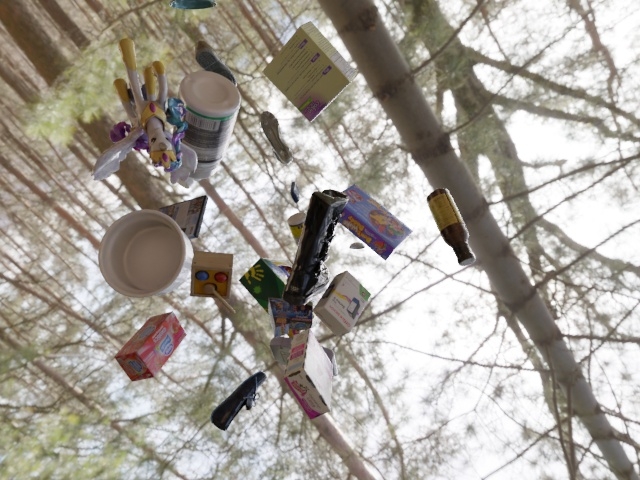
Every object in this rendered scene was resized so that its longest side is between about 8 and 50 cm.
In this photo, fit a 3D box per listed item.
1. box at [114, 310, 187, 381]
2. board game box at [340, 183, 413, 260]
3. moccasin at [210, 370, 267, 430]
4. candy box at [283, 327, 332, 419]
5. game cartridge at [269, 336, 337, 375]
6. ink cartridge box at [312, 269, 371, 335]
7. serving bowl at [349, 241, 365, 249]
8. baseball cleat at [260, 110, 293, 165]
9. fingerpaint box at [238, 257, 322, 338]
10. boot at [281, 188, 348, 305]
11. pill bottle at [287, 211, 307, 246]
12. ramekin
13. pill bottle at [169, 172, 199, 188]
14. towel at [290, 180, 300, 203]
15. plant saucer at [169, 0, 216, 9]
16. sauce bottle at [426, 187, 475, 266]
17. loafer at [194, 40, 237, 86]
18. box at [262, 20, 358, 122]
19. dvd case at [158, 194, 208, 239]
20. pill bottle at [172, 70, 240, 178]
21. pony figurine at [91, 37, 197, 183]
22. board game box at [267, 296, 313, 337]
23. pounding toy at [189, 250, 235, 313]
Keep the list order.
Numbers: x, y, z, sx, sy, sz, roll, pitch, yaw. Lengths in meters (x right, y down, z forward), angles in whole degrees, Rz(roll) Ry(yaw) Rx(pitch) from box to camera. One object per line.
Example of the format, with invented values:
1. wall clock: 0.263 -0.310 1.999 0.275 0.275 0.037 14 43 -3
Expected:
1. box: -0.650 0.405 1.804 0.122 0.128 0.257 -15 -158 22
2. board game box: 0.214 -0.088 2.034 0.233 0.347 0.078 -34 161 -53
3. moccasin: -0.376 0.786 2.262 0.116 0.138 0.342 36 -122 22
4. candy box: -0.032 0.392 1.392 0.071 0.159 0.233 -27 -166 10
5. game cartridge: -0.073 0.512 2.062 0.297 0.198 0.062 10 -135 18
6. ink cartridge box: 0.088 0.249 1.860 0.093 0.154 0.212 -29 -161 52
7. serving bowl: 0.184 0.024 2.329 0.083 0.083 0.027 -13 -108 42
8. baseball cleat: -0.171 -0.370 1.716 0.072 0.206 0.109 -24 -179 -18
9. fingerpaint box: -0.151 0.269 2.289 0.163 0.371 0.445 -45 168 6
10. boot: 0.000 0.001 1.873 0.146 0.445 0.367 18 -160 9
11. pill bottle: -0.098 -0.040 2.558 0.117 0.215 0.117 -15 -149 9
12. ramekin: -0.547 0.050 1.495 0.277 0.277 0.135 -36 169 -4
13. pill bottle: -0.519 -0.328 1.952 0.221 0.121 0.121 -53 -153 -19
14. towel: -0.120 -0.225 2.158 0.029 0.067 0.119 -20 -151 12
15. plant saucer: -0.326 -0.613 1.186 0.119 0.021 0.119 -3 -164 1
16. sauce bottle: 0.545 -0.056 1.942 0.111 0.111 0.344 -26 -123 20
17. loafer: -0.389 -0.651 1.736 0.094 0.251 0.087 -21 -112 5
18. box: -0.034 -0.581 1.611 0.213 0.243 0.117 -38 -167 35
19. dvd case: -0.540 -0.069 1.757 0.253 0.022 0.180 -11 -124 28
20. pill bottle: -0.418 -0.396 1.654 0.204 0.204 0.361 -54 179 -39
21. pony figurine: -0.501 -0.318 1.330 0.302 0.364 0.351 -10 169 -31
22. board game box: -0.130 0.323 1.921 0.194 0.060 0.194 6 -150 -3
23. pounding toy: -0.295 0.118 1.298 0.130 0.141 0.100 6 -147 -11
